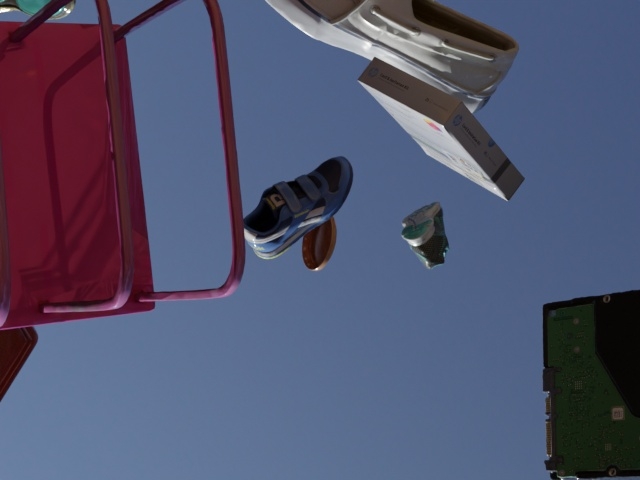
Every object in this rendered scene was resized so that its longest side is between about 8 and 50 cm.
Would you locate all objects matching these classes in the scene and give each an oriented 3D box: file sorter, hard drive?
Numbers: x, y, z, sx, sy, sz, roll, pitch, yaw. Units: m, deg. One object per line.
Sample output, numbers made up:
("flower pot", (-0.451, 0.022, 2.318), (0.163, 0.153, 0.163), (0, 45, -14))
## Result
("file sorter", (-0.210, -0.046, 0.609), (0.182, 0.290, 0.202), (-10, -94, 58))
("hard drive", (0.432, 0.173, 1.305), (0.339, 0.064, 0.237), (-13, -114, 39))

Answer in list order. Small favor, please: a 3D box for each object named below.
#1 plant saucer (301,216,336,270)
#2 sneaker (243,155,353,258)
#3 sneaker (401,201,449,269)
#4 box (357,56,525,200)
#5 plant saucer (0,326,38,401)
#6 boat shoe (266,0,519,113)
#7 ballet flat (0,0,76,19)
("plant saucer", (0.000, 0.000, 1.444), (0.083, 0.013, 0.084), (-30, -126, 54))
("sneaker", (-0.026, -0.041, 1.158), (0.144, 0.059, 0.053), (-43, -128, 3))
("sneaker", (0.161, -0.005, 1.595), (0.065, 0.076, 0.166), (-25, -169, 20))
("box", (0.141, -0.128, 1.243), (0.145, 0.186, 0.038), (36, -90, 41))
("plant saucer", (-0.401, 0.125, 1.141), (0.047, 0.259, 0.258), (12, -126, 20))
("boat shoe", (0.093, -0.306, 1.350), (0.367, 0.156, 0.136), (29, -143, -11))
("ballet flat", (-0.518, -0.461, 1.904), (0.348, 0.123, 0.123), (11, -117, 40))
